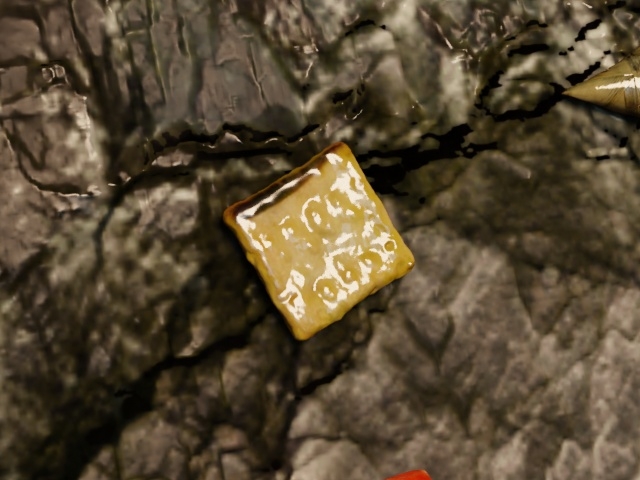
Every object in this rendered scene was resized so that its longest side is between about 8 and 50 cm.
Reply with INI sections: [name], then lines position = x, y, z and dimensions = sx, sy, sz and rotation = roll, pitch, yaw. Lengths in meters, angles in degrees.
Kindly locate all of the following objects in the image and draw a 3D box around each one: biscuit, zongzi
[biscuit]
position = 0.000, 0.000, 0.802
dimensions = 0.083, 0.018, 0.081
rotation = -34, 94, -23
[zongzi]
position = 0.187, -0.106, 0.891
dimensions = 0.083, 0.040, 0.076
rotation = 14, 68, -1

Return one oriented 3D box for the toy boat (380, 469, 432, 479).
[toy boat]
position = 0.046, 0.278, 0.697
dimensions = 0.133, 0.145, 0.332
rotation = -24, 85, -34
